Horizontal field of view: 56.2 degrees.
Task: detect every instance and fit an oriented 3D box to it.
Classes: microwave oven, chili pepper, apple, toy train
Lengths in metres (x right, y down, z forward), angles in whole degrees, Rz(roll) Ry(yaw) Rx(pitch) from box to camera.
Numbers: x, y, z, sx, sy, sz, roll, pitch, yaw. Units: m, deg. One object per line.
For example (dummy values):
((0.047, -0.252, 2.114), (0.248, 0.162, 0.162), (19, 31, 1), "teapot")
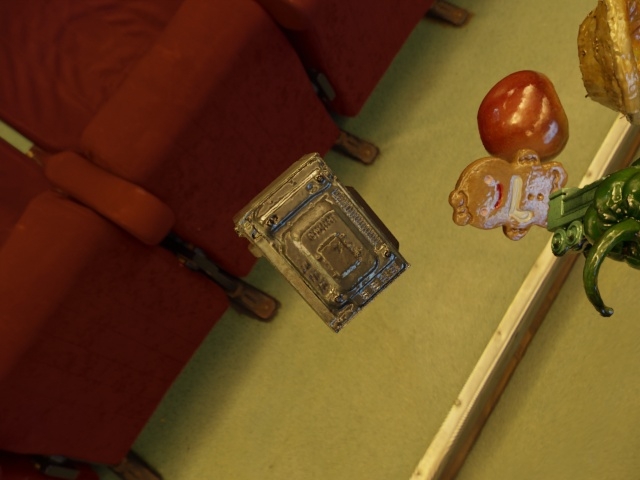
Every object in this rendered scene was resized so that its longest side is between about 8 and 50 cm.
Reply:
((0.000, 0.000, 0.831), (0.163, 0.129, 0.205), (-42, 102, -2), "microwave oven")
((0.258, -0.024, 0.404), (0.257, 0.100, 0.074), (-7, 50, -34), "chili pepper")
((0.433, -0.255, 1.294), (0.173, 0.235, 0.210), (-21, 79, 23), "apple")
((0.370, -0.032, 0.814), (0.071, 0.170, 0.111), (7, 77, -7), "toy train")

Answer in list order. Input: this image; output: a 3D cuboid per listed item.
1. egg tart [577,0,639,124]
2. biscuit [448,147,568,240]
((0.686, -0.430, 1.399), (0.132, 0.341, 0.341), (-7, 64, 39), "egg tart")
((0.371, -0.091, 1.178), (0.249, 0.035, 0.184), (3, 103, -14), "biscuit")
